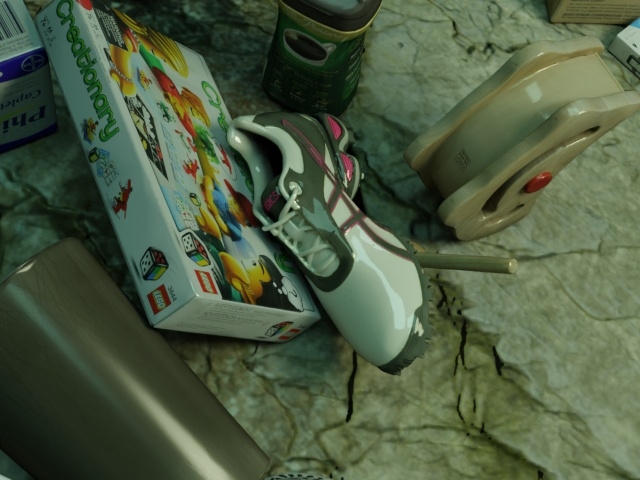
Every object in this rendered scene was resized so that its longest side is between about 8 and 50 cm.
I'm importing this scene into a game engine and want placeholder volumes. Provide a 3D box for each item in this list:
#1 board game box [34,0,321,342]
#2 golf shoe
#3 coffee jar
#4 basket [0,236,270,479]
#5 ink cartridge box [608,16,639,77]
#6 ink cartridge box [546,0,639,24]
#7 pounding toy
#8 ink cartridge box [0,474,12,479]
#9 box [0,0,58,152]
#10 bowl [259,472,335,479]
[{"bbox_3d":[-0.122,-0.060,0.873,0.053,0.193,0.305,-33,68,20],"label":"board game box"},{"bbox_3d":[0.000,0.000,0.880,0.120,0.105,0.273,7,47,-44],"label":"golf shoe"},{"bbox_3d":[0.001,-0.200,0.956,0.096,0.184,0.079,28,63,5],"label":"coffee jar"},{"bbox_3d":[-0.162,0.136,0.772,0.227,0.204,0.154,44,60,3],"label":"basket"},{"bbox_3d":[0.365,-0.202,1.102,0.048,0.028,0.083,-38,75,-23],"label":"ink cartridge box"},{"bbox_3d":[0.345,-0.362,1.147,0.193,0.088,0.234,-1,63,-8],"label":"ink cartridge box"},{"bbox_3d":[0.178,-0.045,0.913,0.154,0.269,0.155,1,55,-54],"label":"pounding toy"},{"bbox_3d":[-0.227,0.217,0.745,0.089,0.122,0.052,24,63,3],"label":"ink cartridge box"},{"bbox_3d":[-0.310,-0.138,0.903,0.126,0.137,0.072,-25,71,-19],"label":"box"},{"bbox_3d":[-0.012,0.256,0.785,0.170,0.080,0.170,3,62,-7],"label":"bowl"}]
